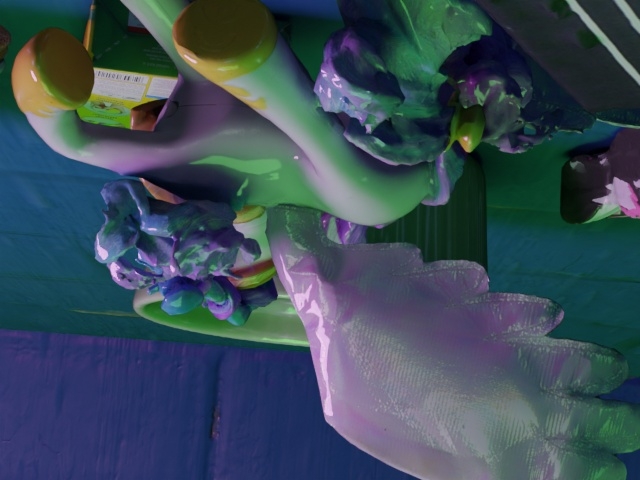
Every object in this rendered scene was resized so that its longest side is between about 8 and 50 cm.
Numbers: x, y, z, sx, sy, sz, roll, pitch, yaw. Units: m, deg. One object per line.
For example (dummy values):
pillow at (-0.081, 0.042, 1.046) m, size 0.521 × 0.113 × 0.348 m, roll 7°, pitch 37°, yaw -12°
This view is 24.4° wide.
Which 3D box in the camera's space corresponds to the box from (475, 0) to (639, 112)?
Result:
box at (0.160, -0.154, 0.296) m, size 0.294 × 0.182 × 0.296 m, roll 0°, pitch 169°, yaw 25°

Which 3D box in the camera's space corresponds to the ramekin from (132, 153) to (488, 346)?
ramekin at (0.000, 0.000, 1.251) m, size 0.303 × 0.148 × 0.303 m, roll 4°, pitch 169°, yaw 1°

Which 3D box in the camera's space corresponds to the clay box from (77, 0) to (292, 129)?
clay box at (-0.103, -0.102, 1.011) m, size 0.127 × 0.053 × 0.222 m, roll 6°, pitch 170°, yaw -12°

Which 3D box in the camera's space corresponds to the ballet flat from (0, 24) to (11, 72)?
ballet flat at (-0.301, -0.130, 0.791) m, size 0.316 × 0.106 × 0.107 m, roll 3°, pitch -154°, yaw 32°

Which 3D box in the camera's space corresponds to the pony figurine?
pony figurine at (0.015, -0.047, 0.797) m, size 0.351 × 0.302 × 0.363 m, roll 8°, pitch 155°, yaw 16°

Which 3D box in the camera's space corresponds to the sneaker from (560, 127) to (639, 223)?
sneaker at (0.257, -0.052, 1.141) m, size 0.077 × 0.072 × 0.178 m, roll -4°, pitch -179°, yaw -21°
